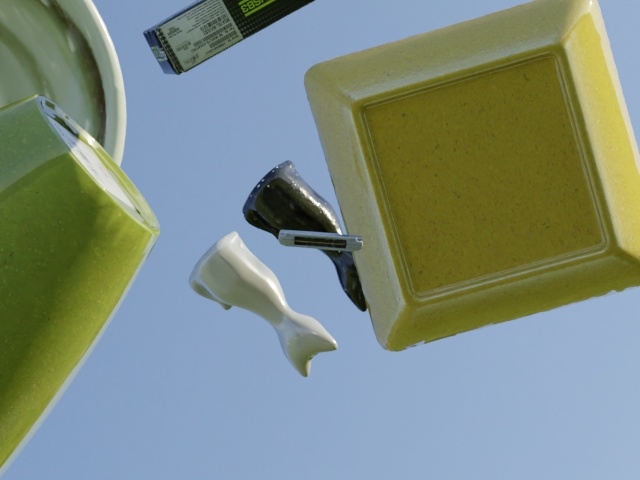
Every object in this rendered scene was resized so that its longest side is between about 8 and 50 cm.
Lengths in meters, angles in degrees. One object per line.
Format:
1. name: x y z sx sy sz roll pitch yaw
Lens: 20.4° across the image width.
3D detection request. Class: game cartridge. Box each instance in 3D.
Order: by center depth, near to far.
1. game cartridge: 0.000 0.000 1.775 0.083 0.056 0.017 4 -83 0

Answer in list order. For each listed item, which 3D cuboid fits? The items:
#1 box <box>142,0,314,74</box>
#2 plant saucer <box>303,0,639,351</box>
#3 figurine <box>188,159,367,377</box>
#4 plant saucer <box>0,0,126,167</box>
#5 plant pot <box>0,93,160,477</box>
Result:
1. box: -0.038 -0.184 1.323 0.191 0.045 0.184 -30 7 -5
2. plant saucer: 0.175 -0.070 1.913 0.333 0.332 0.081 -16 4 9
3. figurine: -0.033 0.045 2.265 0.215 0.209 0.092 -51 -8 28
4. plant saucer: -0.382 -0.117 1.632 0.400 0.400 0.100 -18 -4 -24
5. plant pot: -0.270 0.040 1.306 0.293 0.275 0.275 -40 -36 5
